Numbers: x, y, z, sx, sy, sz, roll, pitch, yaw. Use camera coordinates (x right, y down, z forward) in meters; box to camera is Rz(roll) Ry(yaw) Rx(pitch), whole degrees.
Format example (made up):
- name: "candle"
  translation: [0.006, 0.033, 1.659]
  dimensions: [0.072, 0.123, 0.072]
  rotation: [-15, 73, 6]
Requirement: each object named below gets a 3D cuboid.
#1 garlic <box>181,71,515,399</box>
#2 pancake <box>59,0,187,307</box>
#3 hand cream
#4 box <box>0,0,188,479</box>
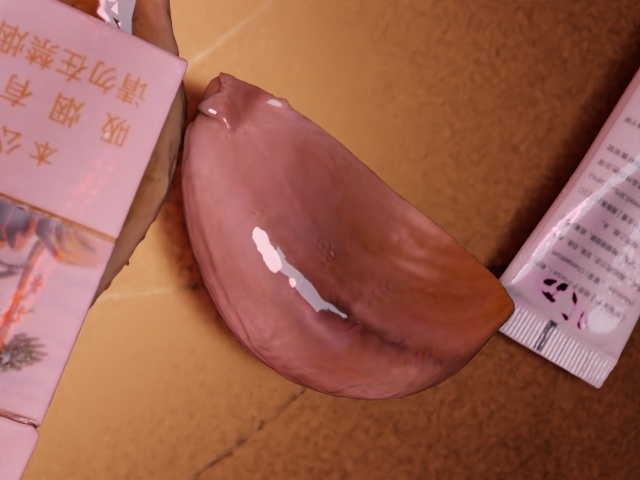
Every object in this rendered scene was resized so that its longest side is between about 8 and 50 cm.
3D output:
- name: "garlic"
  translation: [-0.001, 0.015, 0.701]
  dimensions: [0.195, 0.087, 0.101]
  rotation: [38, 69, -16]
- name: "pancake"
  translation: [-0.218, -0.081, 0.618]
  dimensions: [0.356, 0.065, 0.356]
  rotation: [-4, 100, -23]
- name: "hand cream"
  translation: [0.201, -0.082, 0.773]
  dimensions: [0.085, 0.058, 0.331]
  rotation: [31, 85, -21]
- name: "box"
  translation: [-0.169, 0.004, 0.585]
  dimensions: [0.149, 0.067, 0.233]
  rotation: [22, 90, -26]
